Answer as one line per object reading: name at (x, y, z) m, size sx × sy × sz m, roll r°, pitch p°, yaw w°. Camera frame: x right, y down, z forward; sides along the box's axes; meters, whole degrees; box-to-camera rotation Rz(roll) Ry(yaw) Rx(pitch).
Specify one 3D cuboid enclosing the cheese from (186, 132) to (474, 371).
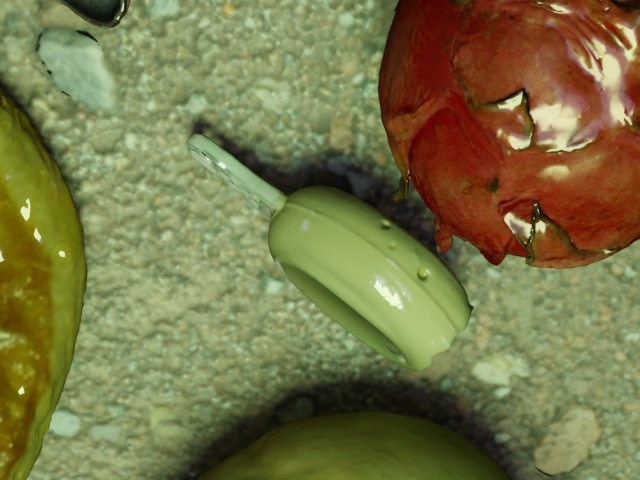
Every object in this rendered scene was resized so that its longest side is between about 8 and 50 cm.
cheese at (0.000, 0.000, 0.955) m, size 0.227 × 0.137 × 0.064 m, roll 39°, pitch 75°, yaw 6°

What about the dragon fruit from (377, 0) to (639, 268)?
dragon fruit at (0.153, -0.106, 0.864) m, size 0.241 × 0.241 × 0.252 m, roll 3°, pitch 139°, yaw -3°

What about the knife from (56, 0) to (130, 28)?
knife at (-0.219, -0.220, 0.810) m, size 0.278 × 0.053 × 0.123 m, roll 33°, pitch 120°, yaw -3°

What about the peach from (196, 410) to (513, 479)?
peach at (0.019, 0.259, 0.982) m, size 0.292 × 0.247 × 0.292 m, roll 12°, pitch 118°, yaw 25°

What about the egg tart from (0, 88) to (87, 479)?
egg tart at (-0.353, 0.061, 0.866) m, size 0.178 × 0.443 × 0.443 m, roll 15°, pitch 115°, yaw 38°
